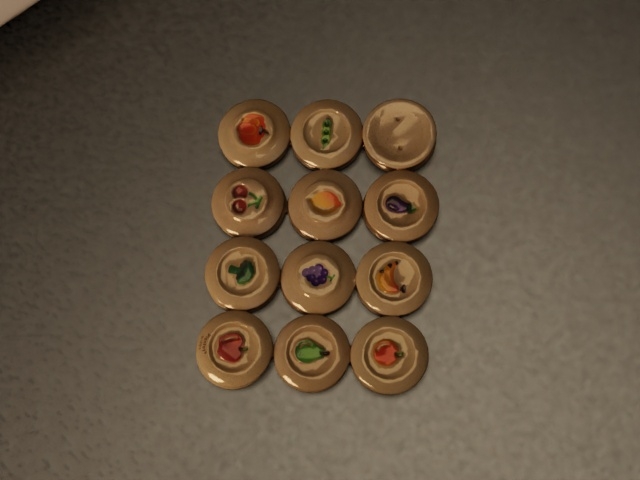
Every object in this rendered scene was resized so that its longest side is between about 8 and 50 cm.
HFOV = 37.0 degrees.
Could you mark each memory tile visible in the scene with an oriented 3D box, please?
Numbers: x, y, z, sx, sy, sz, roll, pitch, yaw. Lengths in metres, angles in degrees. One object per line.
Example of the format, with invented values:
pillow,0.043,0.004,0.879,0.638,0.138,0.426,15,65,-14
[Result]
memory tile,0.000,0.000,0.465,0.113,0.012,0.148,3,75,5

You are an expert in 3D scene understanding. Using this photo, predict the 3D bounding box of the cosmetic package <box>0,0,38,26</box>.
cosmetic package,-0.264,-0.196,0.474,0.224,0.138,0.224,-37,76,-7
